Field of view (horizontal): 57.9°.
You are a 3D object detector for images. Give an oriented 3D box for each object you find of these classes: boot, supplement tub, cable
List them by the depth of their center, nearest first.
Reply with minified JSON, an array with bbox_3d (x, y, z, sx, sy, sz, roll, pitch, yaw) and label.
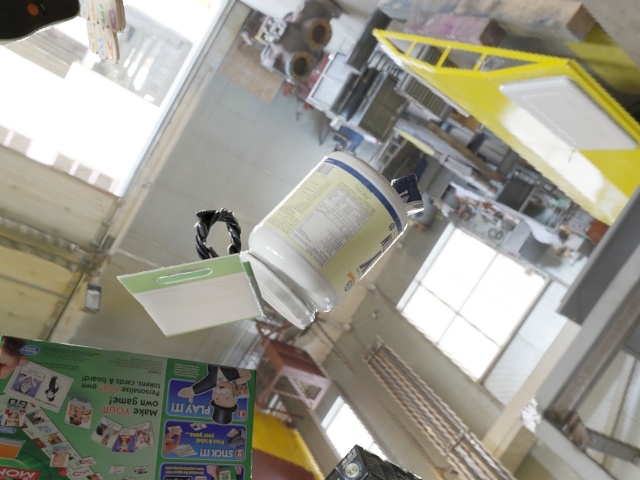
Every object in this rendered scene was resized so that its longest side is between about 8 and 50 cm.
[{"bbox_3d":[-0.546,-0.359,0.959,0.176,0.088,0.244,-4,-156,31],"label":"boot"},{"bbox_3d":[0.000,0.000,1.212,0.235,0.325,0.235,41,167,11],"label":"supplement tub"},{"bbox_3d":[-0.224,0.001,1.334,0.184,0.047,0.150,-7,-99,-69],"label":"cable"},{"bbox_3d":[0.181,-0.099,1.400,0.069,0.086,0.190,-8,174,-30],"label":"boot"}]

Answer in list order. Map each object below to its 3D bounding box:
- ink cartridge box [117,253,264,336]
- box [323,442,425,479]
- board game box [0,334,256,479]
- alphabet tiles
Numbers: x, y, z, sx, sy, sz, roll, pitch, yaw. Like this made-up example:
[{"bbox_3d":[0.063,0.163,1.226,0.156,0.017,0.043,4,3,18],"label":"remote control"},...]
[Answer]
[{"bbox_3d":[-0.187,0.069,0.878,0.235,0.171,0.056,83,175,-59],"label":"ink cartridge box"},{"bbox_3d":[0.093,0.464,1.009,0.180,0.147,0.077,35,-171,-22],"label":"box"},{"bbox_3d":[-0.226,0.241,0.675,0.317,0.213,0.046,17,152,-33],"label":"board game box"},{"bbox_3d":[-0.450,-0.501,1.141,0.021,0.277,0.284,-18,-145,-33],"label":"alphabet tiles"}]
